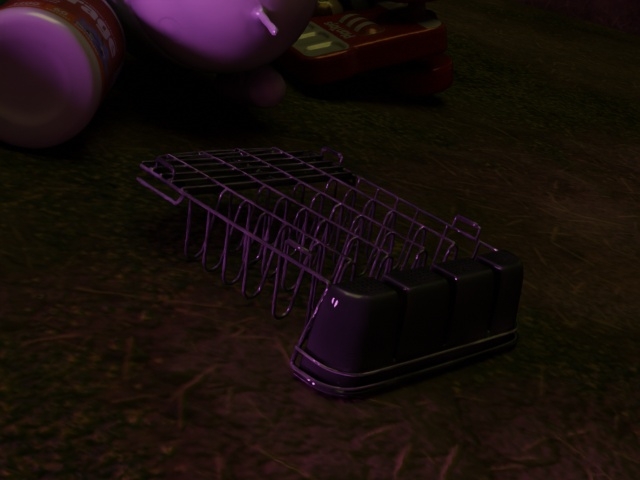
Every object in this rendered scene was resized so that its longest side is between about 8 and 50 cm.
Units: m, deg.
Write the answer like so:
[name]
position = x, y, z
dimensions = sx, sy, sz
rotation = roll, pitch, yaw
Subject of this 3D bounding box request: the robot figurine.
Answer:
[robot figurine]
position = -0.126, -0.279, 1.000
dimensions = 0.200, 0.299, 0.353
rotation = -33, 23, -15

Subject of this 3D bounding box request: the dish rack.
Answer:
[dish rack]
position = 0.000, 0.000, 0.703
dimensions = 0.208, 0.074, 0.271
rotation = -7, 30, -45

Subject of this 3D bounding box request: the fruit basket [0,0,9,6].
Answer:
[fruit basket]
position = -0.484, -0.353, 1.008
dimensions = 0.392, 0.282, 0.392
rotation = 27, 10, -5

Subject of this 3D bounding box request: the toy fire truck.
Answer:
[toy fire truck]
position = 0.036, -0.302, 1.333
dimensions = 0.254, 0.169, 0.302
rotation = -15, 32, -18

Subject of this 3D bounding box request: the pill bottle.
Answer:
[pill bottle]
position = -0.247, -0.173, 0.877
dimensions = 0.121, 0.121, 0.216
rotation = 12, 23, -8
